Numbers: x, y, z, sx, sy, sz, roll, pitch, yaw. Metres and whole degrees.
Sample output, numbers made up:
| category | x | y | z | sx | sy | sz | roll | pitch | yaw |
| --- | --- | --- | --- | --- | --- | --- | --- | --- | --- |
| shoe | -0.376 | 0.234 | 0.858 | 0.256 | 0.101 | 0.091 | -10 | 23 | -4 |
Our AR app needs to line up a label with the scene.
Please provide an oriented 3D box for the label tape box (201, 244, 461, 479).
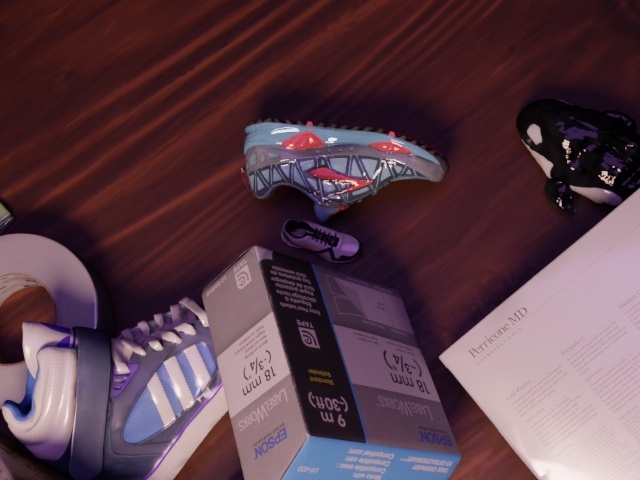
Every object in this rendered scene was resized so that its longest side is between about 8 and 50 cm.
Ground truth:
| category | x | y | z | sx | sy | sz | roll | pitch | yaw |
| --- | --- | --- | --- | --- | --- | --- | --- | --- | --- |
| label tape box | 0.025 | 0.189 | 0.999 | 0.106 | 0.241 | 0.333 | -40 | 51 | 29 |

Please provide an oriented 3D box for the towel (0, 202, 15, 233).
| category | x | y | z | sx | sy | sz | roll | pitch | yaw |
| --- | --- | --- | --- | --- | --- | --- | --- | --- | --- |
| towel | -0.498 | -0.015 | 1.267 | 0.113 | 0.023 | 0.152 | 43 | 84 | 13 |

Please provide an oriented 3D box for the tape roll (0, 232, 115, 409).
| category | x | y | z | sx | sy | sz | roll | pitch | yaw |
| --- | --- | --- | --- | --- | --- | --- | --- | --- | --- |
| tape roll | -0.375 | 0.105 | 1.199 | 0.219 | 0.072 | 0.219 | -1 | 76 | 6 |

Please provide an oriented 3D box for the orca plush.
| category | x | y | z | sx | sy | sz | roll | pitch | yaw |
| --- | --- | --- | --- | --- | --- | --- | --- | --- | --- |
| orca plush | 0.359 | -0.080 | 1.154 | 0.151 | 0.102 | 0.287 | -33 | 75 | -3 |

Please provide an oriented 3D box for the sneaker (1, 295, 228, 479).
| category | x | y | z | sx | sy | sz | roll | pitch | yaw |
| --- | --- | --- | --- | --- | --- | --- | --- | --- | --- |
| sneaker | -0.215 | 0.125 | 1.098 | 0.236 | 0.130 | 0.322 | 36 | 86 | -25 |

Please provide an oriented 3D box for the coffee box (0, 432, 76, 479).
| category | x | y | z | sx | sy | sz | roll | pitch | yaw |
| --- | --- | --- | --- | --- | --- | --- | --- | --- | --- |
| coffee box | -0.317 | 0.303 | 1.038 | 0.141 | 0.246 | 0.098 | 37 | 79 | -31 |

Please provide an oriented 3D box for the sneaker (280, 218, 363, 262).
| category | x | y | z | sx | sy | sz | roll | pitch | yaw |
| --- | --- | --- | --- | --- | --- | --- | --- | --- | --- |
| sneaker | 0.000 | 0.000 | 1.202 | 0.109 | 0.044 | 0.040 | 13 | 76 | 7 |

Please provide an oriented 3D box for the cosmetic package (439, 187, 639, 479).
| category | x | y | z | sx | sy | sz | roll | pitch | yaw |
| --- | --- | --- | --- | --- | --- | --- | --- | --- | --- |
| cosmetic package | 0.368 | 0.119 | 1.059 | 0.377 | 0.097 | 0.284 | -41 | 77 | 11 |

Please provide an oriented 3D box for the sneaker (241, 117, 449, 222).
| category | x | y | z | sx | sy | sz | roll | pitch | yaw |
| --- | --- | --- | --- | --- | --- | --- | --- | --- | --- |
| sneaker | 0.030 | -0.082 | 1.207 | 0.262 | 0.104 | 0.125 | 7 | 94 | 12 |
